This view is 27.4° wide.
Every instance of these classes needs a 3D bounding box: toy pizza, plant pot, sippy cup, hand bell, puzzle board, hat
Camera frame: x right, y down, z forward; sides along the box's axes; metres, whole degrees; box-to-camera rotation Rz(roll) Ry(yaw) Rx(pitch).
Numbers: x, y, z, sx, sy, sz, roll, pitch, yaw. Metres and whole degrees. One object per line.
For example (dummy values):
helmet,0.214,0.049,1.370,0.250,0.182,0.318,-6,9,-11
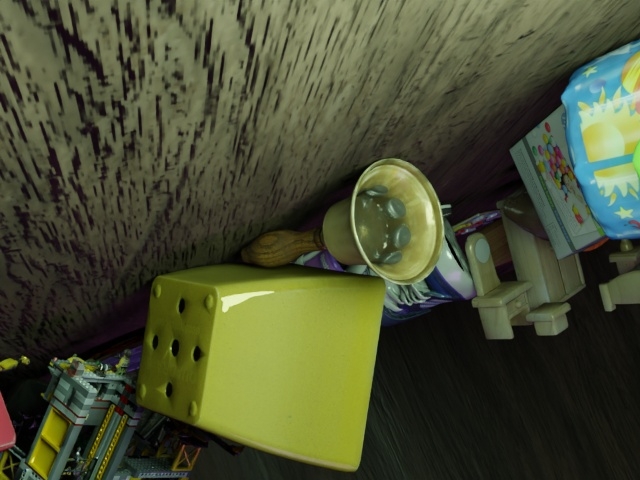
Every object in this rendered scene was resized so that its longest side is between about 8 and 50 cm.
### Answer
toy pizza,-0.264,0.158,1.895,0.201,0.032,0.201,-21,171,-3
plant pot,-0.079,0.123,1.422,0.187,0.212,0.212,10,178,-36
sippy cup,0.347,-0.103,1.179,0.224,0.240,0.305,-15,153,25
hand bell,0.000,0.000,1.371,0.126,0.126,0.242,-15,-179,-42
puzzle board,0.250,-0.027,2.140,0.096,0.011,0.128,-27,172,33
hat,-0.363,0.272,1.803,0.134,0.331,0.331,-59,-176,-17

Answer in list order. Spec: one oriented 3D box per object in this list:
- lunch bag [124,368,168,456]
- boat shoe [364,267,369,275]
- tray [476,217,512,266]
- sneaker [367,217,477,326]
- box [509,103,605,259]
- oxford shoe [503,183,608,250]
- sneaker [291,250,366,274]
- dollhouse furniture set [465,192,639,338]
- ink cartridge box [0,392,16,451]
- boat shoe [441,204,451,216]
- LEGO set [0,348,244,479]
lunch bag,-0.372,0.319,2.226,0.287,0.169,0.235,-27,172,-31
boat shoe,-0.047,0.108,1.934,0.267,0.096,0.088,-28,166,32
tray,0.437,-0.070,2.126,0.203,0.076,0.411,-20,171,-30
sneaker,0.110,0.071,1.968,0.236,0.130,0.323,-27,177,6
box,0.282,-0.067,1.450,0.038,0.145,0.186,-21,173,-16
oxford shoe,0.388,-0.097,1.793,0.133,0.130,0.364,14,-154,39
sneaker,-0.057,0.062,1.614,0.282,0.102,0.161,-30,176,-41
dollhouse furniture set,0.423,0.002,1.791,0.355,0.173,0.303,-5,-164,45
ink cartridge box,-0.473,0.197,1.202,0.226,0.131,0.306,-26,170,29
boat shoe,0.123,-0.014,1.765,0.125,0.038,0.046,-20,172,-13
LEGO set,-0.269,0.192,1.547,0.331,0.255,0.192,16,102,-45
